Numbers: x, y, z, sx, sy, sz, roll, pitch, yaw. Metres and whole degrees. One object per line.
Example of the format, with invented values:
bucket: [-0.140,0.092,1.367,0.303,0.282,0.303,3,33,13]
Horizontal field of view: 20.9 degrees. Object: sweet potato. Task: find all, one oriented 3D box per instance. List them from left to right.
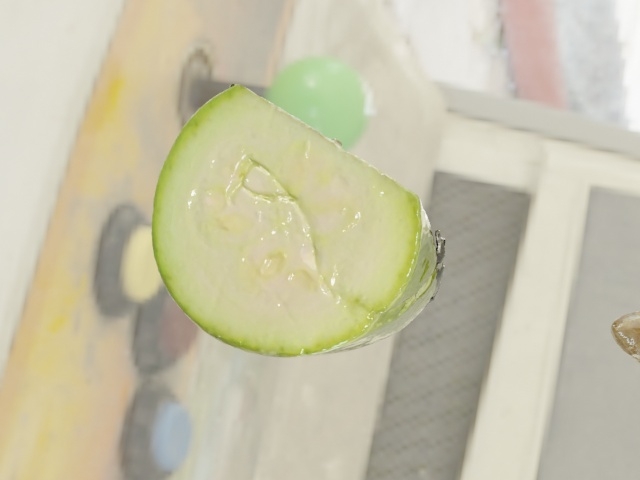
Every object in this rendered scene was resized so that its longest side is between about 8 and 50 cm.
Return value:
sweet potato: [0.428,0.152,1.952,0.341,0.114,0.092,37,59,-54]

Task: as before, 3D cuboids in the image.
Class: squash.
squash: [0.000,0.000,1.552,0.210,0.233,0.309,-61,166,10]
